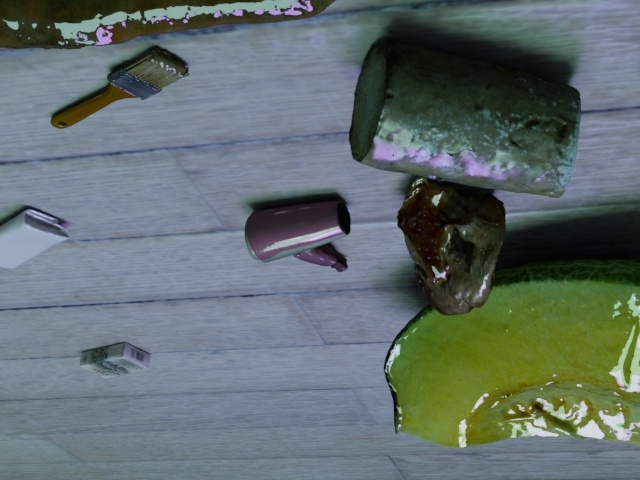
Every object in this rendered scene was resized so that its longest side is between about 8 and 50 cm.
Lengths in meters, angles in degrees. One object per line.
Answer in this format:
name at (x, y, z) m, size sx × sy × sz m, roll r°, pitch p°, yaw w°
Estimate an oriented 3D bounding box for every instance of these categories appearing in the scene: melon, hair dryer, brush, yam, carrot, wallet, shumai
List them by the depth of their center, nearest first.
carrot at (-0.142, -0.177, 0.900) m, size 0.342 × 0.070 × 0.070 m, roll -1°, pitch 154°, yaw 5°
yam at (0.126, -0.095, 0.986) m, size 0.194 × 0.107 × 0.107 m, roll 10°, pitch 153°, yaw -15°
brush at (-0.184, -0.128, 1.061) m, size 0.169 × 0.014 × 0.043 m, roll -19°, pitch 147°, yaw 40°
shumai at (0.121, 0.008, 1.190) m, size 0.105 × 0.123 × 0.139 m, roll 13°, pitch 168°, yaw 4°
hair dryer at (-0.005, 0.002, 1.281) m, size 0.106 × 0.054 × 0.154 m, roll -11°, pitch 161°, yaw 17°
wallet at (-0.330, 0.001, 1.324) m, size 0.061 × 0.025 × 0.122 m, roll 26°, pitch 146°, yaw -35°
melon at (0.247, 0.132, 1.330) m, size 0.343 × 0.226 × 0.331 m, roll 8°, pitch 169°, yaw 22°

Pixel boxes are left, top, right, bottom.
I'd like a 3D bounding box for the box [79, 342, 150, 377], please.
box at (-0.282, 0.165, 1.655) m, size 0.083 × 0.024 × 0.054 m, roll -14°, pitch 150°, yaw 32°
